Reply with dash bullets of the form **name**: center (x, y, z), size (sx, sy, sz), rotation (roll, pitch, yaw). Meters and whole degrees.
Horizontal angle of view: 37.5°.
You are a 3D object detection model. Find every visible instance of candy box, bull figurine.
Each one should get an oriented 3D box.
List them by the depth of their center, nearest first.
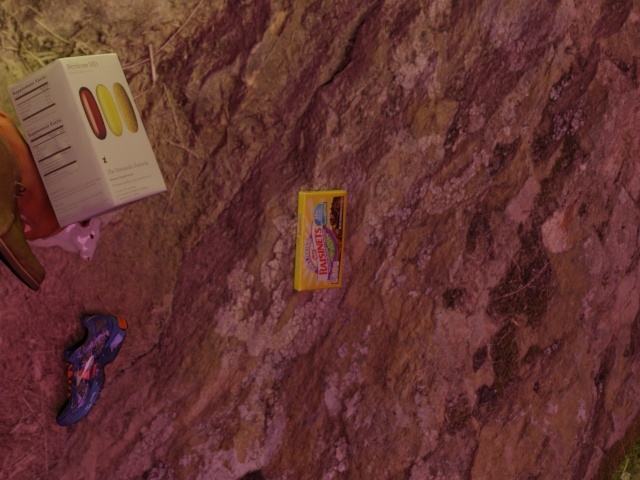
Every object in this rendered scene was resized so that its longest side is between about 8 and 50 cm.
- **bull figurine**: center (-0.505, -0.065, 1.571), size (0.188, 0.101, 0.310), rotation (-39, 120, -16)
- **candy box**: center (0.000, 0.000, 1.946), size (0.105, 0.027, 0.205), rotation (-4, 104, -28)

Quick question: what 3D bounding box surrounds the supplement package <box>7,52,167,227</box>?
- **supplement package**: center (-0.378, -0.165, 1.538), size (0.139, 0.134, 0.244), rotation (-27, 98, -58)

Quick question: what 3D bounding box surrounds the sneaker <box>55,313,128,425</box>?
- **sneaker**: center (-0.432, 0.230, 1.714), size (0.087, 0.083, 0.221), rotation (25, 83, -20)

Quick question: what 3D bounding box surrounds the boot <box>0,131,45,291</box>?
- **boot**: center (-0.493, -0.059, 1.464), size (0.115, 0.112, 0.305), rotation (-37, 118, -25)
